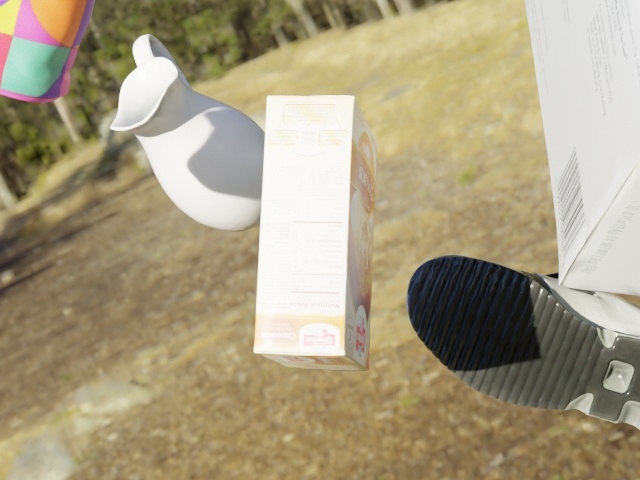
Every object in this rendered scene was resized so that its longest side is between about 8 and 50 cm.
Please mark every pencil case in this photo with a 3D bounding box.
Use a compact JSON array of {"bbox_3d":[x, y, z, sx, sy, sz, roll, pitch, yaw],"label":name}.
[{"bbox_3d":[-0.173,-0.204,0.769,0.104,0.236,0.104,15,12,-3],"label":"pencil case"}]

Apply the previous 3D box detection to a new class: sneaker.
[{"bbox_3d":[0.235,0.096,1.236,0.146,0.330,0.122,-80,13,-75],"label":"sneaker"}]

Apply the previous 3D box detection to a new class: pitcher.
[{"bbox_3d":[-0.134,-0.119,1.396,0.125,0.207,0.178,-29,40,20],"label":"pitcher"}]

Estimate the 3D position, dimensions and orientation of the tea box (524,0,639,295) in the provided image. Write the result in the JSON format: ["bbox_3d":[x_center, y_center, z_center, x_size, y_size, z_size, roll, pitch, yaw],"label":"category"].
[{"bbox_3d":[0.356,-0.138,1.010,0.323,0.329,0.220,5,-33,-7],"label":"tea box"}]

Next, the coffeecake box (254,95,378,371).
[{"bbox_3d":[0.000,0.000,0.957,0.068,0.185,0.142,1,-10,9],"label":"coffeecake box"}]
